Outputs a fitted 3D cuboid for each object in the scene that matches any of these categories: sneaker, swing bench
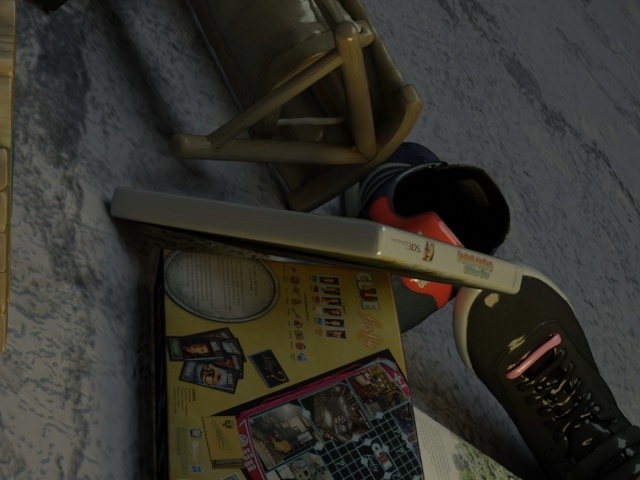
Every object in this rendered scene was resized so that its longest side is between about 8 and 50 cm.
[{"bbox_3d":[0.099,-0.022,1.598,0.131,0.148,0.350,49,23,-11],"label":"sneaker"},{"bbox_3d":[0.211,0.140,1.534,0.147,0.104,0.295,49,-7,49],"label":"sneaker"},{"bbox_3d":[-0.050,-0.184,1.473,0.253,0.165,0.255,62,14,19],"label":"swing bench"}]

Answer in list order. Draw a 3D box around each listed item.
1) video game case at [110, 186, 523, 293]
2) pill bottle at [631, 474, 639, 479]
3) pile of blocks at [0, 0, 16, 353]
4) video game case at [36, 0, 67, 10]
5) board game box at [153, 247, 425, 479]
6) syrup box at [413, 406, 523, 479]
[{"bbox_3d":[0.000,0.000,1.324,0.206,0.227,0.026,15,85,-57],"label":"video game case"},{"bbox_3d":[0.254,0.246,1.457,0.108,0.193,0.108,43,24,-25],"label":"pill bottle"},{"bbox_3d":[-0.235,-0.050,1.077,0.113,0.149,0.362,1,29,-8],"label":"pile of blocks"},{"bbox_3d":[-0.305,-0.322,1.385,0.275,0.035,0.248,30,32,-43],"label":"video game case"},{"bbox_3d":[-0.023,0.106,1.199,0.165,0.042,0.243,7,39,-11],"label":"board game box"},{"bbox_3d":[0.088,0.207,1.315,0.237,0.096,0.093,35,27,-35],"label":"syrup box"}]
